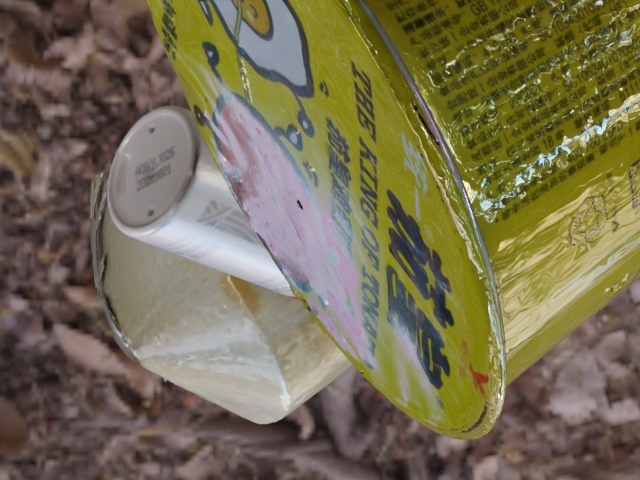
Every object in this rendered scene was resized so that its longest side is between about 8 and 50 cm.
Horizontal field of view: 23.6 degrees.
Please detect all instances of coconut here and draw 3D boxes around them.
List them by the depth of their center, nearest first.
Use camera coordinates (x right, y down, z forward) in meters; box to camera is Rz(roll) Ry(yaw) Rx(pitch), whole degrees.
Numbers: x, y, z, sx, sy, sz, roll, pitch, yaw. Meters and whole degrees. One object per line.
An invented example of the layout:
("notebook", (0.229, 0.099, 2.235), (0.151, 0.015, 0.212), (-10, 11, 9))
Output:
("coconut", (-0.074, 0.017, 1.478), (0.322, 0.323, 0.323), (-4, 136, -4))

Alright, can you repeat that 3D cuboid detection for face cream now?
("face cream", (0.000, 0.000, 1.159), (0.345, 0.102, 0.102), (23, 130, -41))

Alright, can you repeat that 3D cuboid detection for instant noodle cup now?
("instant noodle cup", (0.091, -0.100, 0.775), (0.254, 0.325, 0.326), (-31, 138, -15))
